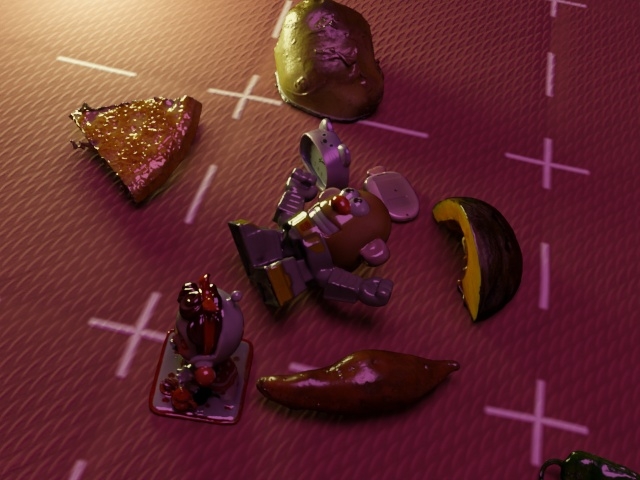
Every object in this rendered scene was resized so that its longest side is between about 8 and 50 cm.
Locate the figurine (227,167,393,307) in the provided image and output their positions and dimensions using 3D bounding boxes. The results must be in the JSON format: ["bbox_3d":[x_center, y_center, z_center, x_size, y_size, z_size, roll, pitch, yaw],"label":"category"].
[{"bbox_3d":[-0.001,0.000,1.766,0.285,0.167,0.342,-20,74,-17],"label":"figurine"}]

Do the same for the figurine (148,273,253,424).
[{"bbox_3d":[-0.187,0.157,1.549,0.160,0.226,0.183,9,46,-2],"label":"figurine"}]

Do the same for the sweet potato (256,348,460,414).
[{"bbox_3d":[0.077,0.238,1.599,0.359,0.112,0.112,-6,48,-19],"label":"sweet potato"}]

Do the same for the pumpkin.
[{"bbox_3d":[0.323,-0.009,1.829,0.148,0.169,0.312,-7,48,-12],"label":"pumpkin"}]

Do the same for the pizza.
[{"bbox_3d":[-0.397,-0.225,1.976,0.288,0.075,0.280,24,64,23],"label":"pizza"}]

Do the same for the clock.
[{"bbox_3d":[0.008,-0.177,1.982,0.050,0.110,0.152,-13,50,-23],"label":"clock"}]

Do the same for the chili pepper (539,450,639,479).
[{"bbox_3d":[0.481,0.412,1.517,0.257,0.100,0.074,33,26,24],"label":"chili pepper"}]

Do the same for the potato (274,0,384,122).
[{"bbox_3d":[0.021,-0.430,2.174,0.247,0.196,0.299,-16,53,-21],"label":"potato"}]

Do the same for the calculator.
[{"bbox_3d":[0.147,-0.101,1.992,0.103,0.024,0.165,-13,51,-21],"label":"calculator"}]
